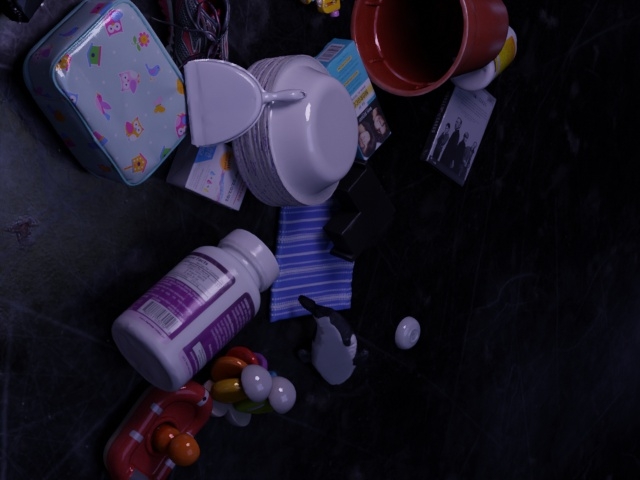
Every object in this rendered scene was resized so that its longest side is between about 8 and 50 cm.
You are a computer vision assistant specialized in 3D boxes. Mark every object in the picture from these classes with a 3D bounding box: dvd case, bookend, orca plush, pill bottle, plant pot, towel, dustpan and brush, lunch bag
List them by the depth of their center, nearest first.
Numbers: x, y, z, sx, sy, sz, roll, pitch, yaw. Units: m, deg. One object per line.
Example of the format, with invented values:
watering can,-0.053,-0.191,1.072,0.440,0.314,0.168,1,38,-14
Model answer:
lunch bag,-0.329,-0.240,1.564,0.224,0.108,0.279,-56,139,-27
dustpan and brush,-0.123,-0.242,1.659,0.211,0.060,0.147,-6,100,-9
pill bottle,-0.218,0.117,1.761,0.301,0.169,0.169,-43,131,-29
bookend,0.059,-0.066,2.020,0.157,0.072,0.156,-50,132,-18
plant pot,0.249,-0.448,2.030,0.265,0.272,0.272,-17,115,-52
towel,0.000,0.000,2.057,0.243,0.040,0.335,-5,107,-46
orca plush,0.015,0.196,2.104,0.287,0.151,0.102,58,26,-44
pill bottle,0.382,-0.435,2.251,0.215,0.117,0.117,-43,132,-48
dvd case,0.335,-0.270,2.339,0.179,0.030,0.238,28,81,-48

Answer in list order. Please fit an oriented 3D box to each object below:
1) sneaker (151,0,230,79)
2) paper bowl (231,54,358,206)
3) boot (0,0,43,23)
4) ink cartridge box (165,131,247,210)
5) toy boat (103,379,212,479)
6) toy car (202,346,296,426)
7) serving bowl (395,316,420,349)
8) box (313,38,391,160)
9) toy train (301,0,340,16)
sneaker,-0.205,-0.342,1.664,0.121,0.112,0.299,-33,126,-37
paper bowl,-0.033,-0.205,1.817,0.284,0.148,0.284,-3,93,-59
boot,-0.435,-0.460,1.385,0.207,0.094,0.246,-54,142,-25
ink cartridge box,-0.188,-0.123,1.793,0.181,0.062,0.104,24,85,-49
toy boat,-0.279,0.368,1.790,0.231,0.151,0.151,-56,136,-18
toy car,-0.148,0.283,1.933,0.182,0.159,0.136,35,40,-47
serving bowl,0.220,0.231,2.382,0.083,0.027,0.083,-19,117,-42
box,0.060,-0.289,2.009,0.100,0.060,0.244,-49,133,-25
toy train,0.005,-0.507,1.891,0.166,0.046,0.125,5,97,-51
